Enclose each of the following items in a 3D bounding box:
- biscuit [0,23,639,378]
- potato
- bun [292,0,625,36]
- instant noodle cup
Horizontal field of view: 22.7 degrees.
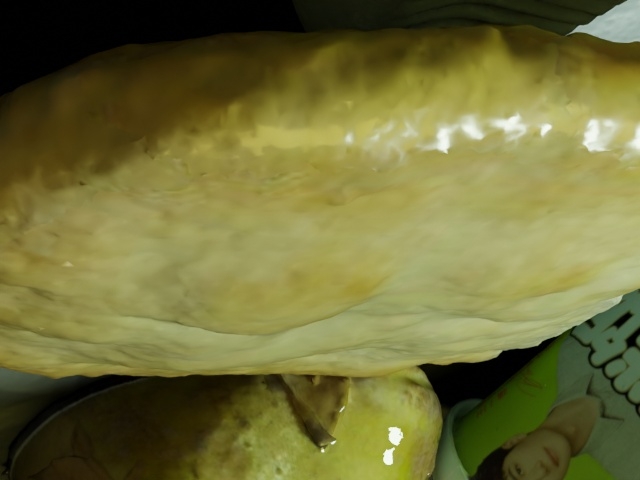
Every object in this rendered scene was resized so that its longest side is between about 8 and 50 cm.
[{"bbox_3d":[0.000,0.001,0.810,0.446,0.104,0.429,1,164,-27],"label":"biscuit"},{"bbox_3d":[-0.044,0.205,1.072,0.299,0.196,0.246,-16,144,-11],"label":"potato"},{"bbox_3d":[0.079,-0.170,0.738,0.222,0.127,0.222,-28,163,-9],"label":"bun"},{"bbox_3d":[0.280,0.130,1.100,0.294,0.294,0.308,20,119,-41],"label":"instant noodle cup"}]
